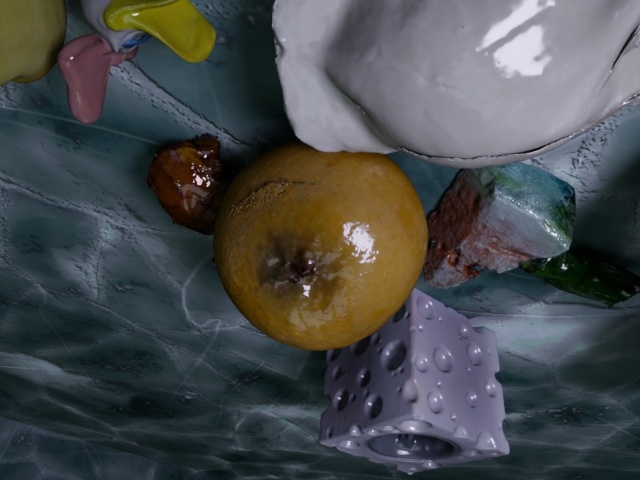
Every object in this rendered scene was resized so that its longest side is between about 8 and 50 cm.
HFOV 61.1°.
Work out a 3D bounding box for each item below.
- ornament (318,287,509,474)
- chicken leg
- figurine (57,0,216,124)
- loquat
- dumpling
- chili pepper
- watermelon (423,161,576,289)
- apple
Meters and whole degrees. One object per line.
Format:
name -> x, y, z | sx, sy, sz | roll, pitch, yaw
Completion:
ornament -> 0.169, 0.271, 1.012 | 0.239, 0.240, 0.239 | 29, 139, -27
chicken leg -> -0.150, -0.028, 0.797 | 0.113, 0.093, 0.304 | -13, 145, 6
figurine -> -0.140, -0.274, 0.407 | 0.193, 0.154, 0.421 | 14, 141, -1
loquat -> 0.000, 0.000, 0.669 | 0.263, 0.263, 0.263 | 4, 143, 3
dumpling -> 0.135, -0.188, 0.469 | 0.341, 0.181, 0.260 | 11, 140, 32
chili pepper -> 0.403, 0.052, 0.836 | 0.224, 0.061, 0.098 | 16, 156, -18
watermelon -> 0.221, -0.009, 0.773 | 0.154, 0.094, 0.241 | 25, 142, -12
apple -> -0.337, -0.217, 0.486 | 0.200, 0.200, 0.200 | 4, 143, 3
